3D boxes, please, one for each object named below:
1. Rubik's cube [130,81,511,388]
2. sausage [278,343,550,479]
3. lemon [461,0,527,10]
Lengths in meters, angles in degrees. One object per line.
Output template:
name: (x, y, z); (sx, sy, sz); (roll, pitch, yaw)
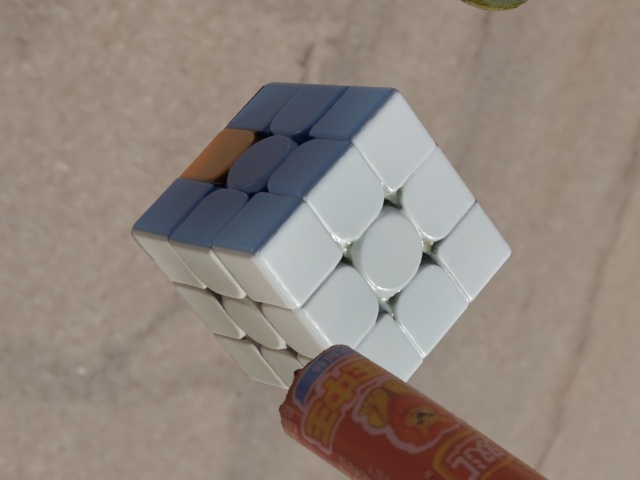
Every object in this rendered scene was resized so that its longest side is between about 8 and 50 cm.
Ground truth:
Rubik's cube: (0.000, 0.000, 2.481); (0.290, 0.292, 0.291); (-50, 119, -21)
sausage: (0.093, 0.158, 1.224); (0.074, 0.274, 0.074); (-34, 142, -32)
lemon: (0.188, -0.306, 2.183); (0.109, 0.133, 0.109); (13, 90, -88)
